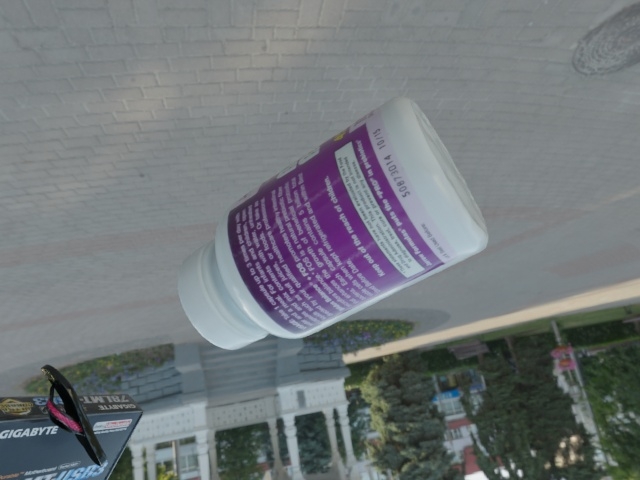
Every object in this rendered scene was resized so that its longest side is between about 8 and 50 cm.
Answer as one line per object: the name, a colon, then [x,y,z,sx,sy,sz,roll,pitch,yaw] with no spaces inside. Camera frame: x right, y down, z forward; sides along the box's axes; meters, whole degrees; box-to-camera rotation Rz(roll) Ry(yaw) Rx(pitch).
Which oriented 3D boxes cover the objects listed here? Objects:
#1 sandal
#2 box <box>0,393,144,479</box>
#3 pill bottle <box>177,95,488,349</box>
sandal: [-0.382,0.272,0.720,0.040,0.179,0.067,-28,-175,-41]
box: [-0.494,0.408,0.808,0.073,0.293,0.295,29,179,30]
pill bottle: [0.000,0.000,0.497,0.301,0.169,0.169,-30,156,22]
